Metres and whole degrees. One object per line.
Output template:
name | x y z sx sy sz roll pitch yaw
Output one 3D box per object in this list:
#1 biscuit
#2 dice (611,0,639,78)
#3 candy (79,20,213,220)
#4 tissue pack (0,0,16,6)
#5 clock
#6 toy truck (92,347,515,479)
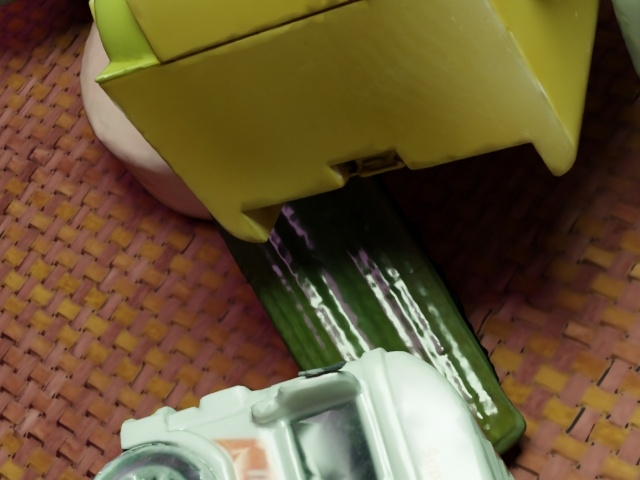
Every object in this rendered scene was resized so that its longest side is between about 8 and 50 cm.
biscuit | 0.000 0.000 0.832 0.099 0.038 0.322 -35 69 10
dice | 0.315 -0.216 0.722 0.304 0.277 0.304 1 58 28
candy | -0.039 -0.128 0.979 0.255 0.094 0.255 -15 52 20
tissue pack | -0.135 -0.265 1.063 0.263 0.089 0.177 -16 21 37
clock | 0.037 -0.177 0.777 0.244 0.200 0.317 -10 36 31
toy truck | 0.044 0.234 0.615 0.207 0.173 0.387 -23 57 8
